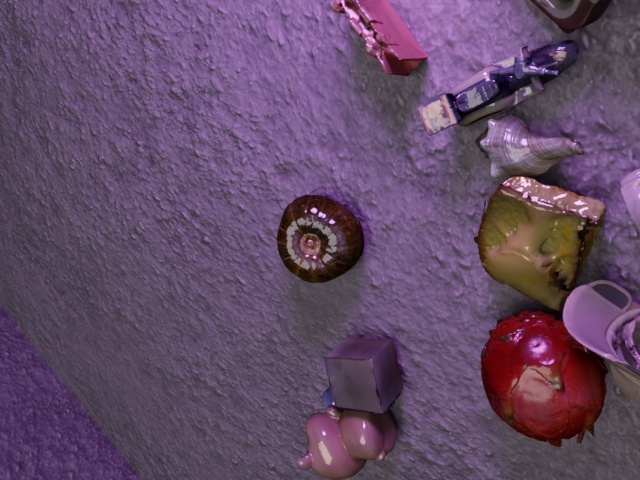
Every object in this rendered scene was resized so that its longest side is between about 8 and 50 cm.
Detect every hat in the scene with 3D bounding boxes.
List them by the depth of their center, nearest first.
[{"bbox_3d":[0.518,0.198,0.864,0.226,0.219,0.164,12,135,5],"label":"hat"}]

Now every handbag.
[{"bbox_3d":[0.110,-0.424,0.973,0.059,0.157,0.212,-37,85,37],"label":"handbag"}]

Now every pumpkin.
[{"bbox_3d":[0.000,0.000,1.218,0.219,0.162,0.219,2,102,8],"label":"pumpkin"}]

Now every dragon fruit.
[{"bbox_3d":[0.428,0.261,0.967,0.241,0.241,0.252,12,95,31],"label":"dragon fruit"}]

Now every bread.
[{"bbox_3d":[0.403,-0.017,0.925,0.204,0.162,0.262,22,141,25],"label":"bread"}]

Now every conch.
[{"bbox_3d":[0.372,-0.158,0.911,0.234,0.137,0.114,41,116,40],"label":"conch"}]

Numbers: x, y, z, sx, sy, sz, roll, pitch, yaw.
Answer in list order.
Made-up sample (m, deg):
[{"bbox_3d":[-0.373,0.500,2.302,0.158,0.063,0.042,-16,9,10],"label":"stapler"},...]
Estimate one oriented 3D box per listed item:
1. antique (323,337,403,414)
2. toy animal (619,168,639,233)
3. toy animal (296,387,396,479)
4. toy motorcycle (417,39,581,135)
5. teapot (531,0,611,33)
[{"bbox_3d":[0.116,0.337,1.256,0.146,0.148,0.152,-5,103,35],"label":"antique"},{"bbox_3d":[0.599,-0.062,0.788,0.193,0.127,0.179,-14,101,36],"label":"toy animal"},{"bbox_3d":[0.085,0.526,1.321,0.221,0.210,0.230,3,72,39],"label":"toy animal"},{"bbox_3d":[0.322,-0.276,0.884,0.263,0.157,0.091,-22,96,40],"label":"toy motorcycle"},{"bbox_3d":[0.376,-0.485,0.722,0.312,0.233,0.315,62,169,13],"label":"teapot"}]
